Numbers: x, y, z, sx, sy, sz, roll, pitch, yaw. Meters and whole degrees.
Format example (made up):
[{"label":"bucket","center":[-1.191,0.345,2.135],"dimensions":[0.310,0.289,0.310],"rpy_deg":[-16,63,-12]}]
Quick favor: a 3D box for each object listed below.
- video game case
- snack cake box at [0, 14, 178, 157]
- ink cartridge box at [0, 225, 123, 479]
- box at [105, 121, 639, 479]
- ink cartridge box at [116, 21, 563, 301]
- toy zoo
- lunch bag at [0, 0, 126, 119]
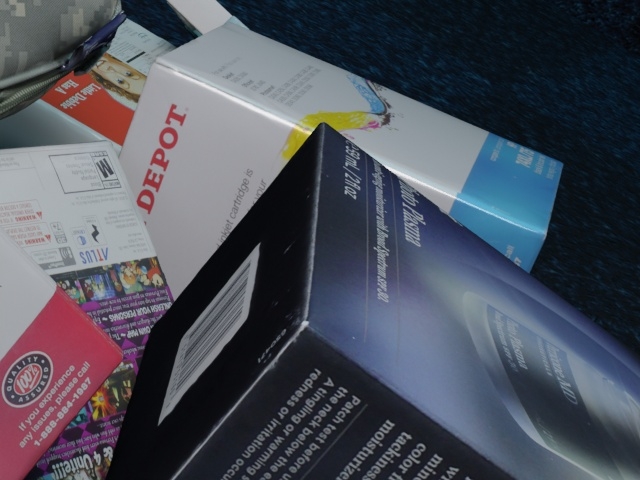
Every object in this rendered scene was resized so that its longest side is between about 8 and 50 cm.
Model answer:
[{"label":"video game case","center":[-0.166,0.050,0.899],"dimensions":[0.232,0.042,0.210],"rpy_deg":[-12,78,-58]},{"label":"snack cake box","center":[-0.179,-0.098,1.279],"dimensions":[0.152,0.089,0.264],"rpy_deg":[31,22,2]},{"label":"ink cartridge box","center":[-0.228,0.032,0.680],"dimensions":[0.100,0.172,0.237],"rpy_deg":[19,-25,50]},{"label":"box","center":[0.062,0.124,0.823],"dimensions":[0.294,0.183,0.296],"rpy_deg":[36,18,-12]},{"label":"ink cartridge box","center":[0.000,0.000,1.092],"dimensions":[0.270,0.198,0.197],"rpy_deg":[24,19,4]},{"label":"toy zoo","center":[-0.044,-0.133,1.385],"dimensions":[0.192,0.030,0.293],"rpy_deg":[45,0,7]},{"label":"lunch bag","center":[-0.297,-0.138,0.936],"dimensions":[0.305,0.212,0.256],"rpy_deg":[-11,-1,35]}]
